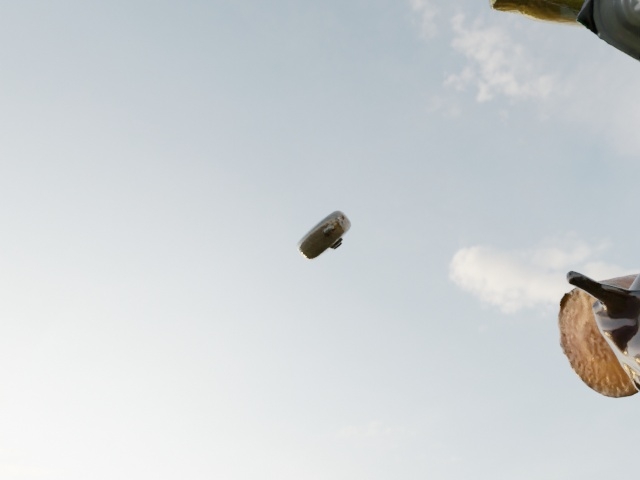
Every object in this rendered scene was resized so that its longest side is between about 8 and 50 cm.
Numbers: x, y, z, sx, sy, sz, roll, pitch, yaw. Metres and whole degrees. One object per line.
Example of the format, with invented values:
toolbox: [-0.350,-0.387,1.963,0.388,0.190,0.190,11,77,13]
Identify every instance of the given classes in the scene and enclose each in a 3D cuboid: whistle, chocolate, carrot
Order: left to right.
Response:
whistle: [0.000,0.000,0.976,0.107,0.220,0.057,-41,-89,-14]
chocolate: [0.392,-0.397,0.885,0.220,0.085,0.085,3,-48,1]
carrot: [0.476,0.109,0.760,0.225,0.159,0.159,-17,-45,-19]

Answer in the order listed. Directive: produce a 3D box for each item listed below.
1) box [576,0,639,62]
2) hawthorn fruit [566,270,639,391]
box: [0.556,-0.398,0.724,0.264,0.106,0.336,26,-89,-7]
hawthorn fruit: [0.415,0.056,0.402,0.325,0.308,0.308,-33,-52,3]
